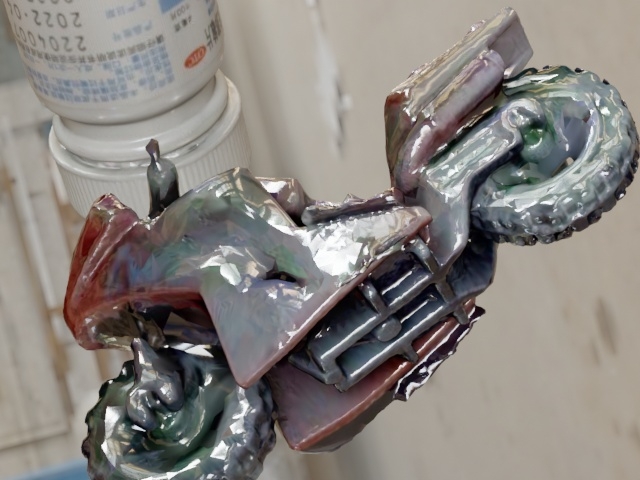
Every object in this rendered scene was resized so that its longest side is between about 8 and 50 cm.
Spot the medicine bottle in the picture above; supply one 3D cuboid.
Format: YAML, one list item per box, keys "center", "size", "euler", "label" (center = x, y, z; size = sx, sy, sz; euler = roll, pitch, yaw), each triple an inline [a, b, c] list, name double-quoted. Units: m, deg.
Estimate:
- center: [-0.099, -0.099, 0.997]
  size: [0.105, 0.105, 0.168]
  euler: [-113, 8, -53]
  label: "medicine bottle"

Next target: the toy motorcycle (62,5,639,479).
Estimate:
- center: [0.000, 0.000, 0.663]
  size: [0.122, 0.213, 0.082]
  euler: [52, 178, 33]
  label: "toy motorcycle"
